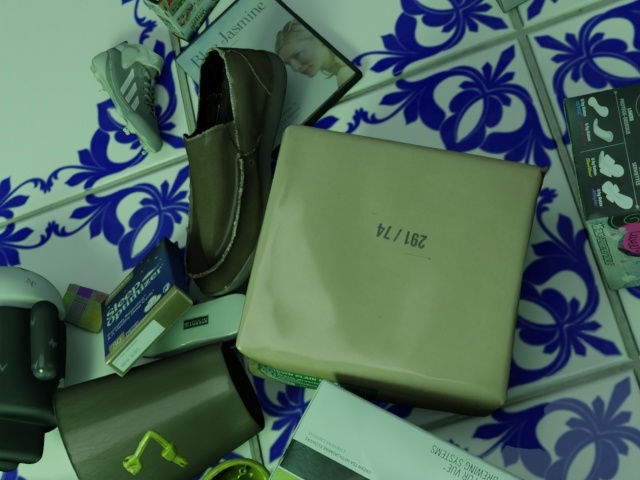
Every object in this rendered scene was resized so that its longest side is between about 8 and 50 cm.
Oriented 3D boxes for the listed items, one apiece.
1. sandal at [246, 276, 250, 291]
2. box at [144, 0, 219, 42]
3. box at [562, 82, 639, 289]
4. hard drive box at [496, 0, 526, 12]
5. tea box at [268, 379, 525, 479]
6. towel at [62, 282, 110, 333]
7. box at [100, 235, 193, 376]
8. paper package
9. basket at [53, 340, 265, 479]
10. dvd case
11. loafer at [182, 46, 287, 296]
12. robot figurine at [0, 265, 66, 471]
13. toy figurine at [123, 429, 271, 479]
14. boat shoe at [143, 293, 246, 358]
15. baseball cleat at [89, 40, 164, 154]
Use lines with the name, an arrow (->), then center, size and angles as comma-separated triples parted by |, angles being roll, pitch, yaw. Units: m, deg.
sandal -> -0.006, -0.007, 1.607 | 0.265, 0.076, 0.102 | -43, 62, -1
box -> -0.177, -0.416, 1.809 | 0.036, 0.114, 0.207 | 30, 81, 27
box -> 0.382, -0.059, 1.392 | 0.142, 0.247, 0.163 | -12, 66, 16
hard drive box -> 0.316, -0.437, 1.605 | 0.232, 0.181, 0.089 | -28, 63, 7
tea box -> 0.093, 0.386, 1.334 | 0.329, 0.220, 0.323 | 25, 79, 27
towel -> -0.341, 0.099, 1.722 | 0.083, 0.009, 0.060 | 15, 76, 25
box -> -0.238, 0.077, 1.599 | 0.136, 0.036, 0.225 | -46, 22, 8
paper package -> 0.087, 0.042, 1.460 | 0.325, 0.168, 0.309 | 11, 73, 5
basket -> -0.200, 0.237, 1.541 | 0.227, 0.154, 0.204 | -25, 80, 4
dvd case -> -0.081, -0.258, 1.764 | 0.180, 0.022, 0.253 | -44, 62, -1
loafer -> -0.145, -0.104, 1.638 | 0.134, 0.130, 0.365 | -12, 66, 45
robot figurine -> -0.440, 0.171, 1.635 | 0.209, 0.173, 0.278 | -5, 68, 4
toy figurine -> -0.204, 0.373, 1.449 | 0.191, 0.217, 0.362 | 26, 97, -7
boat shoe -> -0.170, 0.127, 1.612 | 0.219, 0.070, 0.077 | -9, 61, 26
baseball cleat -> -0.271, -0.227, 1.793 | 0.109, 0.072, 0.206 | -34, 66, -3
